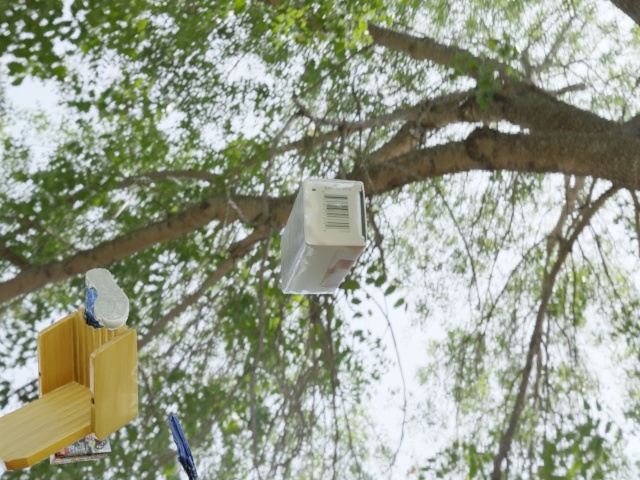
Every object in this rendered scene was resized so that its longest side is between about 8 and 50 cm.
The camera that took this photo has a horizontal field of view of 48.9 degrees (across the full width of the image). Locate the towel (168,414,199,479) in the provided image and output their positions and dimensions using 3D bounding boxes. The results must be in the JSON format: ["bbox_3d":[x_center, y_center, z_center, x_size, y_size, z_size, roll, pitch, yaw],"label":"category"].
[{"bbox_3d":[-0.358,0.676,1.952,0.040,0.243,0.336,-16,-72,-17],"label":"towel"}]

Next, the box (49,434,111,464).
[{"bbox_3d":[-0.703,0.517,2.018,0.159,0.233,0.044,6,-44,-39],"label":"box"}]

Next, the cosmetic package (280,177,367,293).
[{"bbox_3d":[0.000,0.000,1.514,0.129,0.153,0.296,2,-22,-12],"label":"cosmetic package"}]

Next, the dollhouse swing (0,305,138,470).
[{"bbox_3d":[-0.677,0.352,1.763,0.346,0.304,0.315,6,-82,48],"label":"dollhouse swing"}]

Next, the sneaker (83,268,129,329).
[{"bbox_3d":[-0.351,0.119,1.154,0.058,0.152,0.085,-10,-56,-30],"label":"sneaker"}]
